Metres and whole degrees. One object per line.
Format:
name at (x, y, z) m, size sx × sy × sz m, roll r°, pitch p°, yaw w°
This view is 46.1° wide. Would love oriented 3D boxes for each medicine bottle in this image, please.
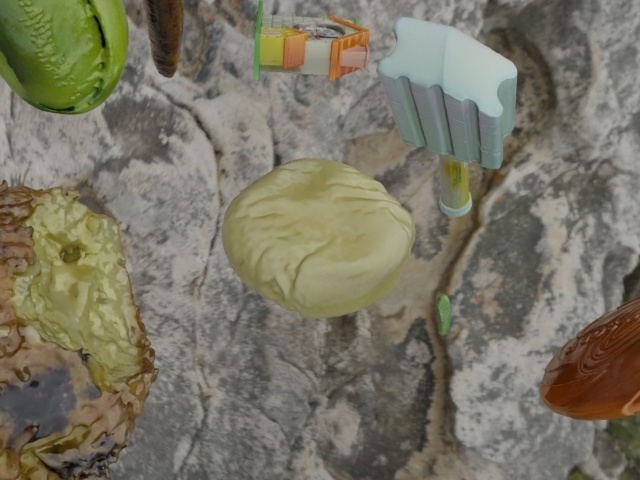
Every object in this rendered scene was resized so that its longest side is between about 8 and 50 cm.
medicine bottle at (0.289, -0.143, 1.625) m, size 0.074 × 0.218 × 0.074 m, roll -6°, pitch 54°, yaw 8°

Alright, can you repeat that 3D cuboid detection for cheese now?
cheese at (0.000, 0.000, 0.930) m, size 0.226 × 0.117 × 0.214 m, roll -32°, pitch 54°, yaw -32°

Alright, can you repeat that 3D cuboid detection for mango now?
mango at (-0.169, -0.150, 0.453) m, size 0.091 × 0.165 × 0.074 m, roll -25°, pitch 50°, yaw -21°

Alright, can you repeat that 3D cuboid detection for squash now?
squash at (0.224, 0.136, 1.364) m, size 0.027 × 0.027 × 0.089 m, roll -23°, pitch 123°, yaw -22°

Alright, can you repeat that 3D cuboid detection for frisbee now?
frisbee at (0.259, 0.075, 0.602) m, size 0.192 × 0.192 × 0.035 m, roll -34°, pitch 94°, yaw -22°

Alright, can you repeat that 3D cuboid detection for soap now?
soap at (0.194, -0.207, 1.107) m, size 0.173 × 0.289 × 0.095 m, roll 18°, pitch 83°, yaw 17°

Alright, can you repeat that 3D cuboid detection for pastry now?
pastry at (-0.381, 0.128, 0.858) m, size 0.337 × 0.292 × 0.405 m, roll -33°, pitch 52°, yaw 12°

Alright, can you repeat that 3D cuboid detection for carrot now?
carrot at (-0.247, -0.341, 1.183) m, size 0.066 × 0.314 × 0.066 m, roll 3°, pitch 68°, yaw -8°

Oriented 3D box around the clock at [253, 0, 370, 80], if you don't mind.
clock at (-0.019, -0.447, 1.691) m, size 0.255 × 0.220 × 0.106 m, roll 2°, pitch 126°, yaw -4°
